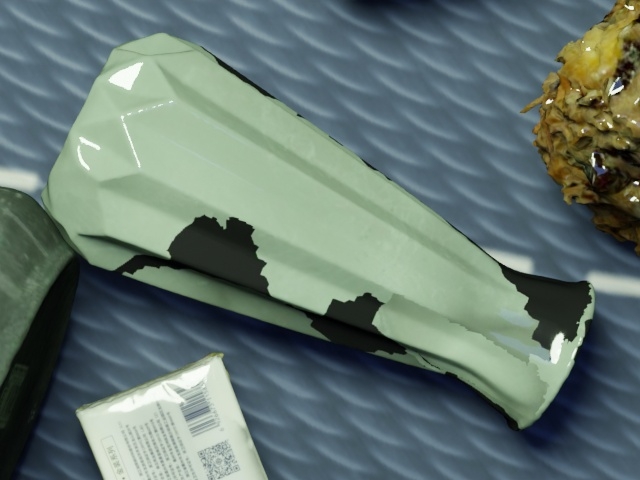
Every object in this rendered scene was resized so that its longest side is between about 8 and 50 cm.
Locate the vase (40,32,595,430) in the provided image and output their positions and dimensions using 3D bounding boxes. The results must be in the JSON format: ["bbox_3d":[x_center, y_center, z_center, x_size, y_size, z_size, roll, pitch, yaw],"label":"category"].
[{"bbox_3d":[0.000,0.000,1.210,0.360,0.165,0.165,26,87,-7],"label":"vase"}]

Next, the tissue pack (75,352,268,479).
[{"bbox_3d":[-0.089,0.163,1.218,0.106,0.099,0.148,-21,89,-5],"label":"tissue pack"}]

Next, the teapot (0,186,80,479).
[{"bbox_3d":[-0.350,0.054,1.115,0.344,0.300,0.253,19,106,1],"label":"teapot"}]

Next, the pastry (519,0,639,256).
[{"bbox_3d":[0.268,-0.111,1.194,0.275,0.275,0.193,2,52,-3],"label":"pastry"}]
